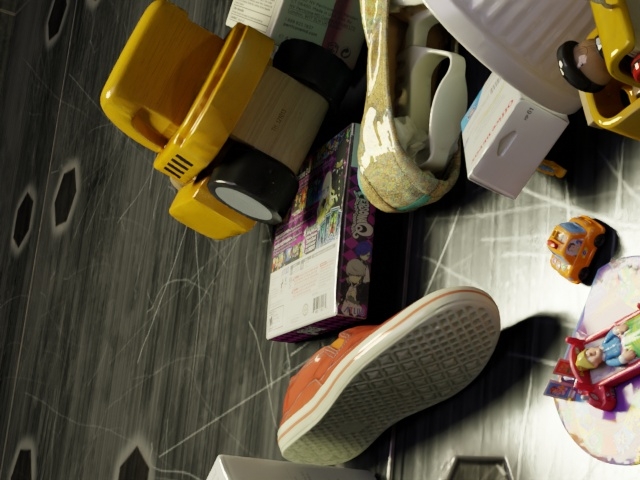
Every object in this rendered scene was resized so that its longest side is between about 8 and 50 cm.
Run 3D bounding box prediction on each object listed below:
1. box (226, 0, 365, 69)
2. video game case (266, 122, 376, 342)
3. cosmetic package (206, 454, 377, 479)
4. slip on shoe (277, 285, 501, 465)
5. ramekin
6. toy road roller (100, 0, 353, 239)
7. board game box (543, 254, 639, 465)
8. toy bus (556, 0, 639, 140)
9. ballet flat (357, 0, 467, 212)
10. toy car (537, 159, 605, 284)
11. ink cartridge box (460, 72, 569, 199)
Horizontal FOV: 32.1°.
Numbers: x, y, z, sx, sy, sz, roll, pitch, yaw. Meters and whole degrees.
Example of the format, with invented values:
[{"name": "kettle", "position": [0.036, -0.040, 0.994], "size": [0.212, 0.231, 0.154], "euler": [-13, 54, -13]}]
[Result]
[{"name": "box", "position": [-0.003, -0.343, 1.356], "size": [0.148, 0.127, 0.232], "euler": [37, 109, 58]}, {"name": "video game case", "position": [0.000, 0.000, 1.255], "size": [0.232, 0.042, 0.210], "euler": [150, 128, -66]}, {"name": "cosmetic package", "position": [-0.027, 0.317, 1.067], "size": [0.151, 0.184, 0.151], "euler": [-63, 32, 20]}, {"name": "slip on shoe", "position": [0.054, 0.121, 1.088], "size": [0.331, 0.123, 0.101], "euler": [-46, 37, 48]}, {"name": "ramekin", "position": [0.178, -0.216, 0.934], "size": [0.109, 0.207, 0.207], "euler": [-46, 40, 26]}, {"name": "toy road roller", "position": [-0.133, -0.150, 1.311], "size": [0.202, 0.241, 0.329], "euler": [-64, 13, -15]}, {"name": "board game box", "position": [0.231, 0.092, 0.876], "size": [0.133, 0.033, 0.168], "euler": [34, 108, 59]}, {"name": "toy bus", "position": [0.237, -0.124, 0.809], "size": [0.202, 0.191, 0.104], "euler": [49, 135, 2]}, {"name": "ballet flat", "position": [0.104, -0.202, 1.135], "size": [0.123, 0.123, 0.348], "euler": [-8, 77, 58]}, {"name": "toy car", "position": [0.200, -0.019, 0.966], "size": [0.060, 0.041, 0.122], "euler": [-57, 35, 29]}, {"name": "ink cartridge box", "position": [0.172, -0.106, 0.999], "size": [0.088, 0.052, 0.122], "euler": [-59, 11, 28]}]
